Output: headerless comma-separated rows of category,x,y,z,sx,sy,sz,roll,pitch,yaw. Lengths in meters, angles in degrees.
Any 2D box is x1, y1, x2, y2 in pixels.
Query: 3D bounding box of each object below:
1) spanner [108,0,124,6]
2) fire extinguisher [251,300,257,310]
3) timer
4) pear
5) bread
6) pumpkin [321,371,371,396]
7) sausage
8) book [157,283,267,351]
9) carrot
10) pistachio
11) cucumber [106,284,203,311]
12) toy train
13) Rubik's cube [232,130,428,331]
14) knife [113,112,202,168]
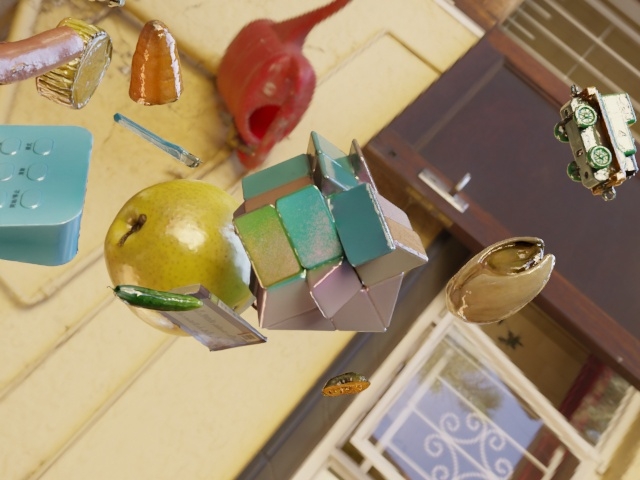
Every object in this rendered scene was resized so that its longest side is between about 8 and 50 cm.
spanner,-0.621,-0.710,2.211,0.325,0.096,0.040,32,-71,63
fire extinguisher,-0.094,0.092,2.089,0.106,0.075,0.252,-24,-162,45
timer,-0.464,-0.083,1.089,0.232,0.250,0.091,-100,-156,-43
pear,-0.310,0.044,1.793,0.362,0.362,0.418,-49,136,-2
bread,-0.728,-0.519,2.241,0.253,0.142,0.227,-64,-178,-21
pumpkin,0.040,0.237,1.269,0.083,0.028,0.050,-12,147,-4
sausage,-0.574,-0.337,1.417,0.326,0.079,0.087,-40,156,-54
book,-0.238,0.164,1.587,0.157,0.231,0.026,-14,-130,30
carrot,-0.463,-0.508,2.139,0.159,0.159,0.225,-46,158,-39
pistachio,0.359,0.085,1.527,0.238,0.137,0.153,-40,140,23
cucumber,-0.279,0.099,1.275,0.039,0.168,0.039,-34,-129,54
toy train,0.517,-0.186,1.395,0.136,0.227,0.091,-14,169,-13
Rubik's cube,0.000,0.000,1.562,0.358,0.387,0.368,-106,-157,-52
knife,-0.473,-0.290,2.208,0.044,0.297,0.026,-59,179,41
